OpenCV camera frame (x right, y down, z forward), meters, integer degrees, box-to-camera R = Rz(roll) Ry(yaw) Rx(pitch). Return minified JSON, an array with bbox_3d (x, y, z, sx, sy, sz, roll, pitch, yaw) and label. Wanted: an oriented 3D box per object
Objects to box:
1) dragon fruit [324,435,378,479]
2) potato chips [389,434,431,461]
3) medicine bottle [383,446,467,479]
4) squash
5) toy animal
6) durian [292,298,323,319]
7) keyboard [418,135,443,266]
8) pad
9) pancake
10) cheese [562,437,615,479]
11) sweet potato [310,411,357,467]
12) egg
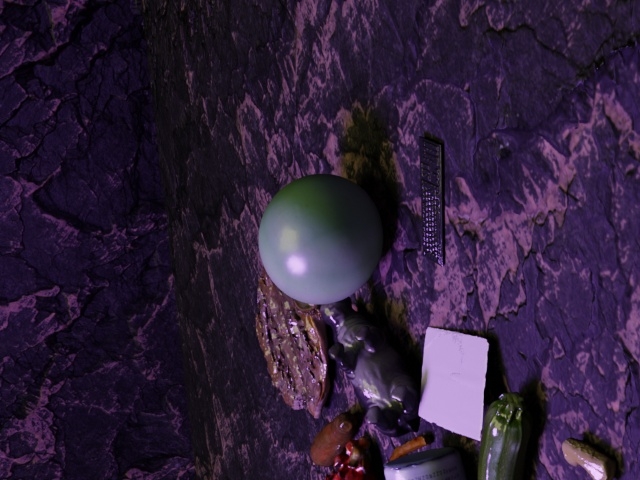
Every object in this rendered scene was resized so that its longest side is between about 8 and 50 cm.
[{"bbox_3d":[0.067,0.497,1.997,0.150,0.133,0.207,-2,68,35],"label":"dragon fruit"},{"bbox_3d":[0.163,0.388,1.819,0.037,0.026,0.204,67,156,21],"label":"potato chips"},{"bbox_3d":[0.185,0.437,1.627,0.135,0.135,0.168,149,109,-69],"label":"medicine bottle"},{"bbox_3d":[0.266,0.307,1.432,0.077,0.068,0.219,-91,2,-57],"label":"squash"},{"bbox_3d":[0.083,0.203,1.779,0.168,0.106,0.343,48,-172,-42],"label":"toy animal"},{"bbox_3d":[0.003,0.115,2.022,0.110,0.071,0.140,-47,29,20],"label":"durian"},{"bbox_3d":[0.175,-0.061,1.557,0.067,0.011,0.202,-142,44,-59],"label":"keyboard"},{"bbox_3d":[0.206,0.221,1.558,0.232,0.004,0.156,180,96,-73],"label":"pad"},{"bbox_3d":[-0.063,0.227,2.269,0.382,0.071,0.382,167,90,-69],"label":"pancake"},{"bbox_3d":[0.344,0.284,1.265,0.083,0.030,0.044,23,116,59],"label":"cheese"},{"bbox_3d":[0.035,0.421,2.119,0.273,0.075,0.075,118,137,-57],"label":"sweet potato"},{"bbox_3d":[0.000,0.000,1.756,0.269,0.221,0.220,102,151,-65],"label":"egg"}]
